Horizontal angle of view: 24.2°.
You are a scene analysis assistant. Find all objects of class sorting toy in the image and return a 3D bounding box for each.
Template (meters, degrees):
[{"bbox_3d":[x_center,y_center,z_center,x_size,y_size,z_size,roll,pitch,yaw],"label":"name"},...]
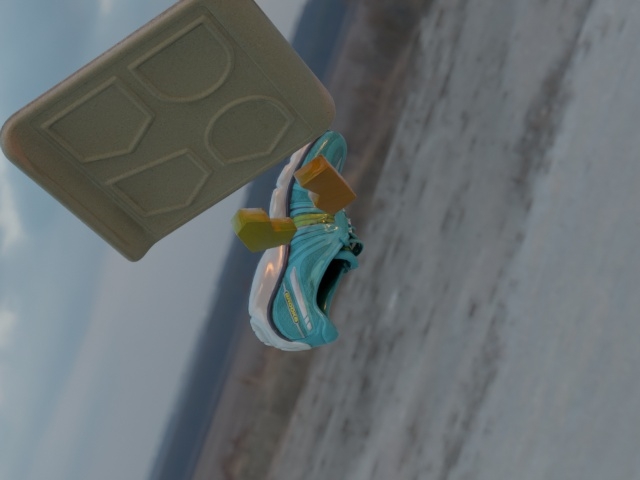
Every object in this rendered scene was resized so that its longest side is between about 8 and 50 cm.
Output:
[{"bbox_3d":[-0.101,-0.079,1.271,0.229,0.307,0.041,-36,51,6],"label":"sorting toy"}]

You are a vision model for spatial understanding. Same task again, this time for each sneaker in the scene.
[{"bbox_3d":[0.000,0.000,1.729,0.107,0.110,0.275,49,-133,-59],"label":"sneaker"}]
